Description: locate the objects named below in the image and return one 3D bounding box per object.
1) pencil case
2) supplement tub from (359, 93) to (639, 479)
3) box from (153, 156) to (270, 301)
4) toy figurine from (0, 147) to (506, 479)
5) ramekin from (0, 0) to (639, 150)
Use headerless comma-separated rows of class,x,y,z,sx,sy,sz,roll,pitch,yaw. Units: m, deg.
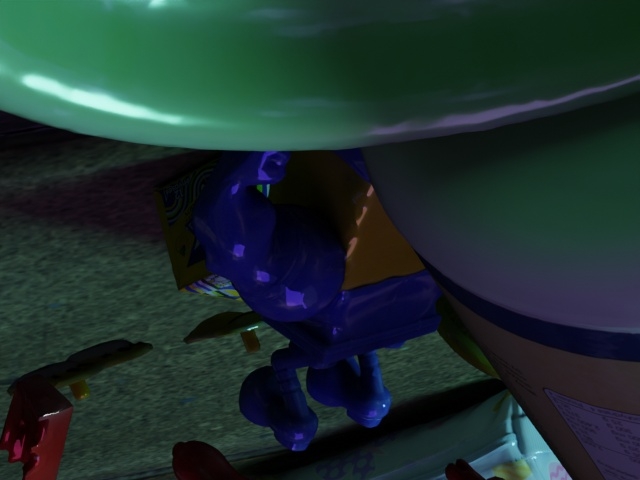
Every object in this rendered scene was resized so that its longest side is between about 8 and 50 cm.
pencil case,0.068,0.193,1.481,0.273,0.113,0.124,-22,140,25
supplement tub,0.168,0.003,0.657,0.228,0.228,0.316,-20,137,17
box,0.000,0.000,0.950,0.059,0.054,0.169,-25,159,31
toy figurine,0.065,-0.003,0.787,0.362,0.191,0.217,-12,131,-40
ramekin,0.040,-0.147,0.393,0.303,0.148,0.303,-13,162,-4
